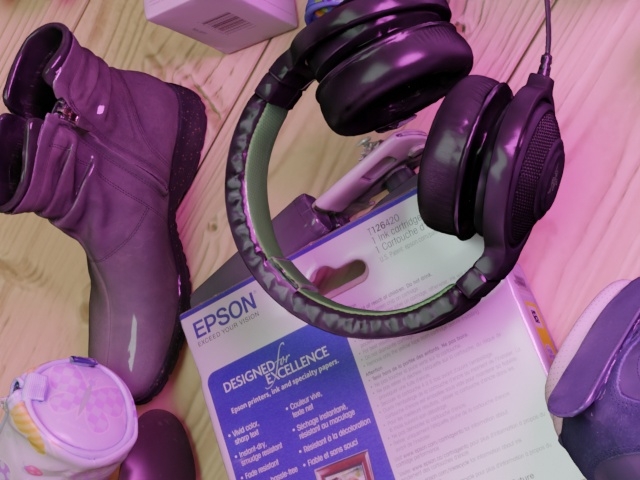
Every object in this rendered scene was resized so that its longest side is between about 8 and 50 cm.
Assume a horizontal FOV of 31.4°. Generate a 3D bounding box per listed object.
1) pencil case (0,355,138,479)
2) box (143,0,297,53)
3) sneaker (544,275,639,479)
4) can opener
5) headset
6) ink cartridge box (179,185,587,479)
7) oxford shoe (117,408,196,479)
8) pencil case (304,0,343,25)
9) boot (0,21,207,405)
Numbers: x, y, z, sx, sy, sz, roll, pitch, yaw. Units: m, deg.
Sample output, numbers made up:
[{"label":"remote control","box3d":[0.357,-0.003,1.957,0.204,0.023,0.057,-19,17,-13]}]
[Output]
[{"label":"pencil case","box3d":[-0.279,0.229,1.093,0.273,0.124,0.113,-53,40,35]},{"label":"box","box3d":[-0.102,-0.285,1.094,0.091,0.130,0.170,-16,74,30]},{"label":"sneaker","box3d":[0.289,0.042,0.770,0.323,0.130,0.236,-47,26,5]},{"label":"can opener","box3d":[0.000,0.000,1.018,0.280,0.074,0.093,-37,65,23]},{"label":"headset","box3d":[0.102,-0.100,0.896,0.243,0.185,0.394,46,105,17]},{"label":"ink cartridge box","box3d":[0.055,0.142,0.958,0.304,0.072,0.307,-28,66,21]},{"label":"oxford shoe","box3d":[-0.165,0.269,1.087,0.076,0.076,0.212,145,128,-60]},{"label":"pencil case","box3d":[0.056,-0.323,1.002,0.119,0.133,0.306,4,85,11]},{"label":"boot","box3d":[-0.227,-0.016,1.075,0.118,0.223,0.338,-2,81,31]}]
